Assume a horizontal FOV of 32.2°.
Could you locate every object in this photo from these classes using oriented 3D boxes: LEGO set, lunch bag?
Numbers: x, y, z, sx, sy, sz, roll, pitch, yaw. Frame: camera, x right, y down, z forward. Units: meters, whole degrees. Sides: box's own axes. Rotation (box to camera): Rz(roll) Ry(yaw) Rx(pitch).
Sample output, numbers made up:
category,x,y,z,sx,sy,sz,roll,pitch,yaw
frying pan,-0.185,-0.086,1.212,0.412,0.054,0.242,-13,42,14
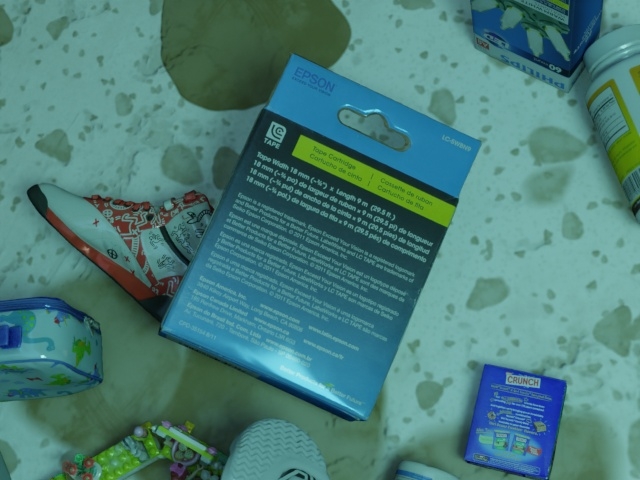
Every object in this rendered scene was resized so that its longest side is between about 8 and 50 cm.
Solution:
category,x,y,z,sx,sy,sz,roll,pitch,yaw
LEGO set,-0.193,0.253,1.214,0.287,0.107,0.132,4,73,12
lunch bag,-0.365,0.125,1.252,0.219,0.176,0.090,-8,72,9

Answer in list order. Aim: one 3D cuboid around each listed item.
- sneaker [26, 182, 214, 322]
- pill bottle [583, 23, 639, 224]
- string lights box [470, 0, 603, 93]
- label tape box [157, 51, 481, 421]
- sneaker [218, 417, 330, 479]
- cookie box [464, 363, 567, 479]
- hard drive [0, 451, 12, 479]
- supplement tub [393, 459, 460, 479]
category,x,y,z,sx,sy,sz,roll,pitch,yaw
sneaker,-0.211,-0.017,1.316,0.270,0.090,0.145,39,82,16
pill bottle,0.368,-0.128,1.224,0.117,0.117,0.215,-19,70,4
string lights box,0.238,-0.274,1.219,0.133,0.259,0.076,30,79,19
label tape box,0.000,0.000,1.223,0.241,0.106,0.333,25,78,-4
sneaker,-0.096,0.368,1.099,0.137,0.210,0.365,19,58,-26
cookie box,0.211,0.196,1.190,0.092,0.040,0.107,11,75,14
hard drive,-0.507,0.377,1.267,0.353,0.047,0.233,-29,70,0
supplement tub,0.102,0.292,1.165,0.071,0.071,0.107,16,76,15
